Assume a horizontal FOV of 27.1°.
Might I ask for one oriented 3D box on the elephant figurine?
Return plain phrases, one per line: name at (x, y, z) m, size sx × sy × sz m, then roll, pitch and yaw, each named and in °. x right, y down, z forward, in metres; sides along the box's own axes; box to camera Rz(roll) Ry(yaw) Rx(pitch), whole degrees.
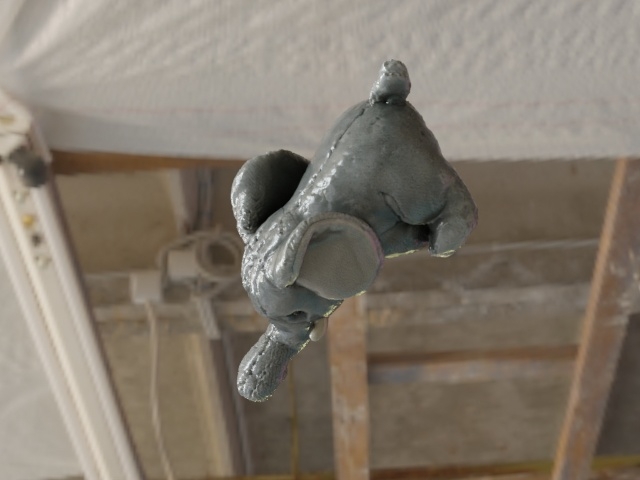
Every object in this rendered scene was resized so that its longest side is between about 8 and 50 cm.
elephant figurine at (0.000, 0.000, 1.109) m, size 0.239 × 0.186 × 0.169 m, roll -32°, pitch 0°, yaw -11°
